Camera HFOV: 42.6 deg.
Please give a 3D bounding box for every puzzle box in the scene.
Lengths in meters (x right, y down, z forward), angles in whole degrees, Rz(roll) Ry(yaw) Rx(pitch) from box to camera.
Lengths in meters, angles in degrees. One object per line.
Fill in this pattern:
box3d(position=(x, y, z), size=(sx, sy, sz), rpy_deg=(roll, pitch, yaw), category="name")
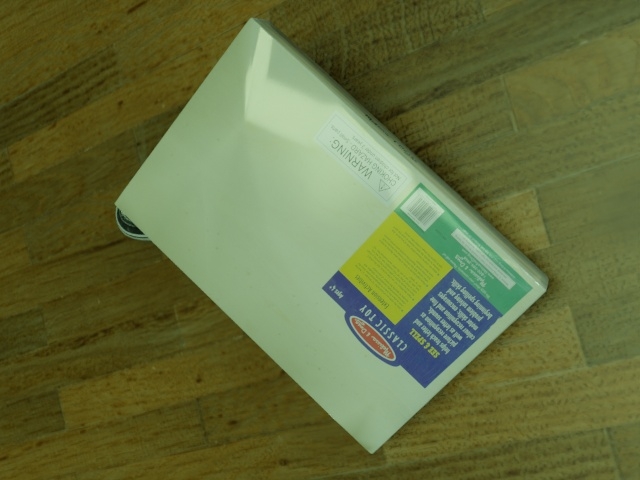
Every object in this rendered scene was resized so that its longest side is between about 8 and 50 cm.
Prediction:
box3d(position=(0.000, 0.000, 0.883), size=(0.409, 0.052, 0.272), rpy_deg=(44, 111, 5), category="puzzle box")

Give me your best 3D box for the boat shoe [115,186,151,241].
box3d(position=(-0.156, -0.076, 1.005), size=(0.301, 0.102, 0.108), rpy_deg=(-19, 81, 29), category="boat shoe")
